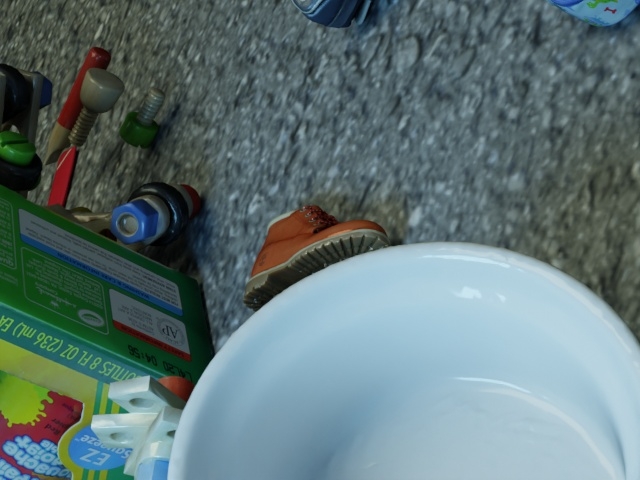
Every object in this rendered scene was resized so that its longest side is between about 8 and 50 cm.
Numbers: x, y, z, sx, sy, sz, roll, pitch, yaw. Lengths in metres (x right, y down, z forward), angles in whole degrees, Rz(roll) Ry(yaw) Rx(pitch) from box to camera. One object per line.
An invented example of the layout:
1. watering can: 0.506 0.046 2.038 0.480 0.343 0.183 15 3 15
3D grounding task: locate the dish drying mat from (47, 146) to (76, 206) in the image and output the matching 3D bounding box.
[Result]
1. dish drying mat: -0.282 -0.062 1.774 0.032 0.008 0.083 -21 50 44

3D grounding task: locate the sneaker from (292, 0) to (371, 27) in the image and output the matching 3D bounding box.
1. sneaker: 0.062 -0.234 1.369 0.226 0.086 0.163 47 117 44

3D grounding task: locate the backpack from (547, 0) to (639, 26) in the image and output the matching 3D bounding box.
1. backpack: 0.191 -0.214 1.170 0.105 0.084 0.114 -52 36 18

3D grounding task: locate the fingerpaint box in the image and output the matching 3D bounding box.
1. fingerpaint box: -0.374 0.117 1.363 0.371 0.445 0.163 -44 37 24

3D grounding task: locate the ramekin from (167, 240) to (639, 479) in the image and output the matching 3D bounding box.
1. ramekin: 0.064 0.150 0.931 0.277 0.135 0.277 -9 53 12

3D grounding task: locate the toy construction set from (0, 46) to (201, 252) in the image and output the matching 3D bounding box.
1. toy construction set: -0.265 -0.027 1.567 0.237 0.257 0.309 -60 10 25

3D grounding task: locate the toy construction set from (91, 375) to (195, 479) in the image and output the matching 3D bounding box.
1. toy construction set: -0.126 0.262 1.124 0.151 0.215 0.328 -10 58 50

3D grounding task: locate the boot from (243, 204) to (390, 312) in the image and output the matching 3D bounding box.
1. boot: 0.000 0.000 1.299 0.158 0.059 0.085 -22 44 46
